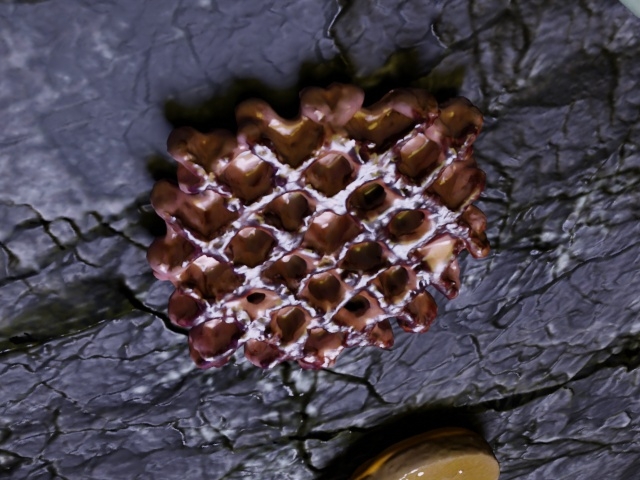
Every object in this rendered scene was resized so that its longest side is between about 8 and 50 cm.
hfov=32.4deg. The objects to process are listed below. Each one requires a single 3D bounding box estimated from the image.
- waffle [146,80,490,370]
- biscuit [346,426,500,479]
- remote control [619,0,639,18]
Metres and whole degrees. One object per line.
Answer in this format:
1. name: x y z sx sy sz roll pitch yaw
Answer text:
1. waffle: 0.000 0.000 0.706 0.221 0.055 0.234 -9 132 -10
2. biscuit: 0.080 0.217 0.969 0.170 0.050 0.170 -16 144 -12
3. remote control: 0.120 -0.219 0.510 0.335 0.065 0.128 26 118 -39
